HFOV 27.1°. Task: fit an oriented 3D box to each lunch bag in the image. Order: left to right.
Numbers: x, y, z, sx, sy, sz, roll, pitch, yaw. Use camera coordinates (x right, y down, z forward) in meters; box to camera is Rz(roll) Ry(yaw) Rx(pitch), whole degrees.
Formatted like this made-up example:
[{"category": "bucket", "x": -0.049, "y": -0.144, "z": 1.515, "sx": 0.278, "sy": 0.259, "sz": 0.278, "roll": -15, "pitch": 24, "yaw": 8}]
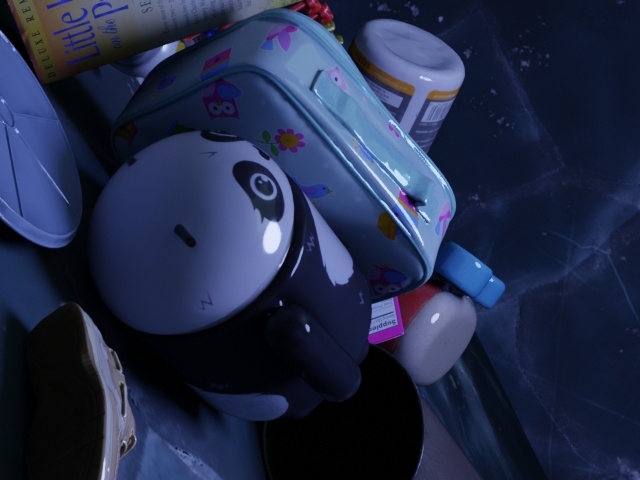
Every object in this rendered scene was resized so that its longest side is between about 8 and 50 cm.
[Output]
[{"category": "lunch bag", "x": -0.022, "y": -0.058, "z": 1.161, "sx": 0.279, "sy": 0.224, "sz": 0.108, "roll": 47, "pitch": 42, "yaw": -25}]

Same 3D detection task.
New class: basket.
[{"category": "basket", "x": 0.071, "y": 0.228, "z": 1.232, "sx": 0.227, "sy": 0.154, "sz": 0.204, "roll": 50, "pitch": 9, "yaw": -42}]

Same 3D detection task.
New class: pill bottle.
[{"category": "pill bottle", "x": 0.075, "y": -0.152, "z": 1.842, "sx": 0.162, "sy": 0.278, "sz": 0.162, "roll": 19, "pitch": 31, "yaw": -12}]

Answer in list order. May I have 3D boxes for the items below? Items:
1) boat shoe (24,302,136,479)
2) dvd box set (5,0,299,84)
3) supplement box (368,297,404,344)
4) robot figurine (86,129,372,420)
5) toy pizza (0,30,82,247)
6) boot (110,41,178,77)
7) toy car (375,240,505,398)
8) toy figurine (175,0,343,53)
[{"category": "boat shoe", "x": -0.138, "y": 0.109, "z": 0.799, "sx": 0.059, "sy": 0.063, "sz": 0.170, "roll": 48, "pitch": 17, "yaw": -37}, {"category": "dvd box set", "x": -0.051, "y": -0.282, "z": 1.002, "sx": 0.308, "sy": 0.420, "sz": 0.062, "roll": 84, "pitch": -15, "yaw": -64}, {"category": "supplement box", "x": 0.000, "y": 0.000, "z": 1.375, "sx": 0.111, "sy": 0.114, "sz": 0.220, "roll": -140, "pitch": -143, "yaw": -63}, {"category": "robot figurine", "x": -0.062, "y": 0.032, "z": 1.041, "sx": 0.278, "sy": 0.209, "sz": 0.174, "roll": 51, "pitch": 44, "yaw": -49}, {"category": "toy pizza", "x": -0.229, "y": -0.082, "z": 0.911, "sx": 0.201, "sy": 0.032, "sz": 0.201, "roll": 60, "pitch": 12, "yaw": -21}, {"category": "boot", "x": -0.230, "y": -0.273, "z": 1.269, "sx": 0.258, "sy": 0.095, "sz": 0.123, "roll": 59, "pitch": 13, "yaw": 29}, {"category": "toy car", "x": 0.072, "y": 0.071, "z": 1.694, "sx": 0.238, "sy": 0.219, "sz": 0.210, "roll": 36, "pitch": 1, "yaw": 20}, {"category": "toy figurine", "x": -0.118, "y": -0.316, "z": 1.644, "sx": 0.217, "sy": 0.191, "sz": 0.362, "roll": 60, "pitch": 8, "yaw": 12}]
